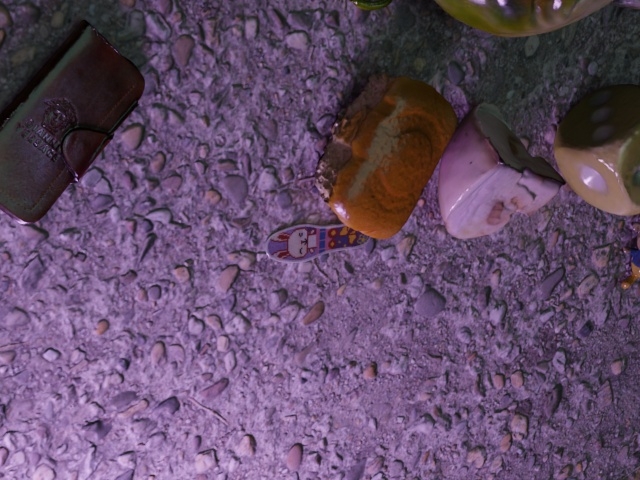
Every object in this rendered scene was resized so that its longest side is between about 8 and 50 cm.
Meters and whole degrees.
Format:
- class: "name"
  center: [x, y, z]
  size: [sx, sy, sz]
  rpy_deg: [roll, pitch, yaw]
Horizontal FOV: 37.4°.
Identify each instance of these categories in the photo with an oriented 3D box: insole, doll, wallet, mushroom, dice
- class: "insole"
  center: [0.000, 0.000, 1.496]
  size: [0.197, 0.004, 0.065]
  rpy_deg: [-8, 112, -30]
- class: "doll"
  center: [0.652, 0.018, 1.871]
  size: [0.089, 0.102, 0.179]
  rpy_deg: [-28, 129, -73]
- class: "wallet"
  center: [-0.336, -0.145, 1.211]
  size: [0.255, 0.031, 0.137]
  rpy_deg: [-51, 126, -6]
- class: "mushroom"
  center: [0.262, -0.113, 1.559]
  size: [0.173, 0.162, 0.236]
  rpy_deg: [-39, 147, 29]
- class: "dice"
  center: [0.530, -0.161, 1.669]
  size: [0.169, 0.166, 0.169]
  rpy_deg: [-44, 125, -11]

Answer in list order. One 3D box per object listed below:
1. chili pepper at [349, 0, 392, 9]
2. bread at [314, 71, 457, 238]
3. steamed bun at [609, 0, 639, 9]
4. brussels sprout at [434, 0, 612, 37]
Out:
- class: "chili pepper"
  center: [0.078, -0.357, 1.402]
  size: [0.083, 0.017, 0.030]
  rpy_deg: [-7, 110, -30]
- class: "bread"
  center: [0.097, -0.129, 1.438]
  size: [0.174, 0.121, 0.245]
  rpy_deg: [28, 89, -35]
- class: "steamed bun"
  center: [0.595, -0.497, 1.584]
  size: [0.200, 0.170, 0.225]
  rpy_deg: [-1, 107, -27]
- class: "brussels sprout"
  center: [0.292, -0.434, 1.327]
  size: [0.344, 0.344, 0.268]
  rpy_deg: [60, 31, -33]
